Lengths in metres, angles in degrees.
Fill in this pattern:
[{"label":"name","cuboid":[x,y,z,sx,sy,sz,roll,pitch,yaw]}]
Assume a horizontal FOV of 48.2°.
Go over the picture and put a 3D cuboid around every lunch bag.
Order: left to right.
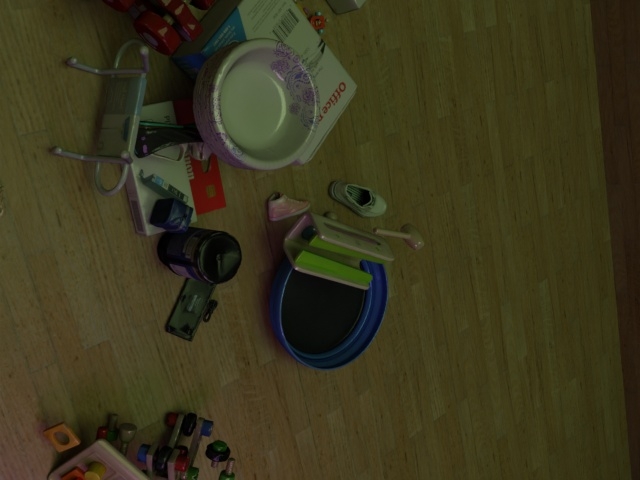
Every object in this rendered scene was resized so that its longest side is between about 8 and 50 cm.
[{"label":"lunch bag","cuboid":[-0.334,-0.056,1.633,0.065,0.098,0.067,27,73,-40]}]

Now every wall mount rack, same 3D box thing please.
[{"label":"wall mount rack","cuboid":[-0.427,-0.269,1.480,0.130,0.304,0.350,11,88,-51]}]

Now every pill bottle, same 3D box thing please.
[{"label":"pill bottle","cuboid":[-0.292,0.030,1.683,0.123,0.219,0.122,-6,99,-39]}]

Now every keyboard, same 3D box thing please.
[{"label":"keyboard","cuboid":[-0.314,0.164,1.811,0.108,0.023,0.180,30,77,-32]}]

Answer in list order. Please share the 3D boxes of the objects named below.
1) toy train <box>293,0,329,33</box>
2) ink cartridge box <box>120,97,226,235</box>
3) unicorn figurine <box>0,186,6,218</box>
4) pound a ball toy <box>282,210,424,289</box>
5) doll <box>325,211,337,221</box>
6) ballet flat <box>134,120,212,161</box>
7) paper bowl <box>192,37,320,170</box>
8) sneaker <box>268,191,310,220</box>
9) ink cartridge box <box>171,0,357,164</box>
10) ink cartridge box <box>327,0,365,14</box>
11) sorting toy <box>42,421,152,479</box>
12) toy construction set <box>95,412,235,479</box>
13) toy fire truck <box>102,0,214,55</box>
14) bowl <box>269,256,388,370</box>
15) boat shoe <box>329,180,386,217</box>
[{"label":"toy train","cuboid":[-0.044,-0.638,1.934,0.125,0.046,0.166,-27,115,-36]},{"label":"ink cartridge box","cuboid":[-0.345,-0.186,1.717,0.261,0.066,0.296,-20,108,-36]},{"label":"unicorn figurine","cuboid":[-0.704,-0.062,1.431,0.162,0.060,0.111,-8,100,-39]},{"label":"pound a ball toy","cuboid":[0.087,-0.003,1.869,0.319,0.135,0.208,17,123,-39]},{"label":"doll","cuboid":[0.000,0.000,2.039,0.129,0.046,0.189,38,71,-37]},{"label":"ballet flat","cuboid":[-0.309,-0.231,1.646,0.280,0.095,0.096,-9,109,-36]},{"label":"paper bowl","cuboid":[-0.153,-0.300,1.598,0.284,0.148,0.284,-7,100,-38]},{"label":"sneaker","cuboid":[-0.086,-0.104,1.951,0.134,0.051,0.070,-21,113,-32]},{"label":"ink cartridge box","cuboid":[-0.129,-0.420,1.804,0.395,0.166,0.285,47,66,-33]},{"label":"ink cartridge box","cuboid":[0.093,-0.776,1.993,0.172,0.100,0.237,49,65,-32]},{"label":"sorting toy","cuboid":[-0.491,0.546,1.585,0.347,0.196,0.047,47,24,-13]},{"label":"toy construction set","cuboid":[-0.390,0.552,1.687,0.309,0.257,0.237,11,100,-20]},{"label":"toy fire truck","cuboid":[-0.388,-0.533,1.519,0.302,0.254,0.169,43,75,-36]},{"label":"bowl","cuboid":[0.024,0.165,2.008,0.391,0.077,0.391,-8,103,-38]},{"label":"boat shoe","cuboid":[0.127,-0.116,2.113,0.226,0.076,0.083,14,86,-40]}]
